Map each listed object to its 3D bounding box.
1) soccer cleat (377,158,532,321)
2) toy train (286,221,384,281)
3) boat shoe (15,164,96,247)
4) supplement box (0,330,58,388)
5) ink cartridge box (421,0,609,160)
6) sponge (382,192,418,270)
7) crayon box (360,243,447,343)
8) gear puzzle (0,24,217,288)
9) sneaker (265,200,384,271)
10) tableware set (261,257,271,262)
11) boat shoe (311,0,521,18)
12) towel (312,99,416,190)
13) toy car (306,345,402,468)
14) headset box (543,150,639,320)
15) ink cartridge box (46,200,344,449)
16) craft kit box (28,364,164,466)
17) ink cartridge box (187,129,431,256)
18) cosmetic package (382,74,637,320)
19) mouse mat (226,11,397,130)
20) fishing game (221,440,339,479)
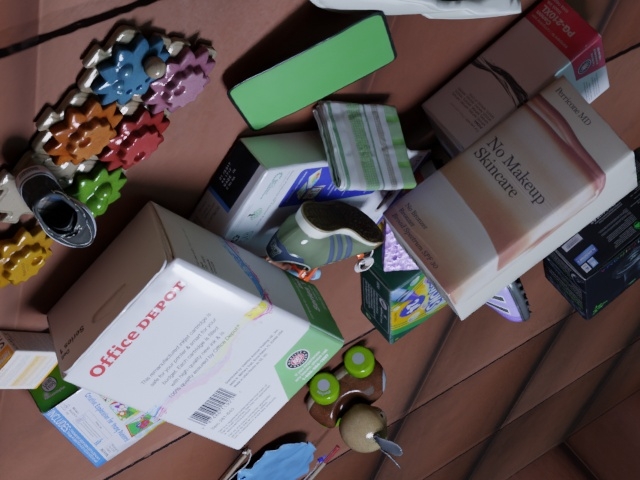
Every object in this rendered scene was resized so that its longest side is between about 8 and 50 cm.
[{"bbox_3d":[0.202,0.019,2.114,0.116,0.108,0.318,-32,125,11],"label":"soccer cleat"},{"bbox_3d":[0.019,0.009,2.018,0.166,0.046,0.125,-11,144,-46],"label":"toy train"},{"bbox_3d":[-0.256,-0.023,1.423,0.049,0.040,0.142,-33,150,-1],"label":"boat shoe"},{"bbox_3d":[-0.348,0.138,1.664,0.062,0.036,0.098,-48,158,13],"label":"supplement box"},{"bbox_3d":[0.266,-0.196,1.961,0.237,0.100,0.172,-40,157,0],"label":"ink cartridge box"},{"bbox_3d":[0.192,-0.015,2.009,0.210,0.031,0.117,-2,126,-6],"label":"sponge"},{"bbox_3d":[0.212,0.007,2.270,0.323,0.083,0.203,-36,157,-14],"label":"crayon box"},{"bbox_3d":[-0.238,-0.068,1.456,0.339,0.044,0.175,-50,156,19],"label":"gear puzzle"},{"bbox_3d":[0.000,0.000,1.790,0.086,0.064,0.192,-41,158,20],"label":"sneaker"},{"bbox_3d":[-0.141,0.076,1.909,0.141,0.020,0.169,-50,157,20],"label":"tableware set"},{"bbox_3d":[0.103,-0.295,1.571,0.319,0.116,0.099,-5,95,-45],"label":"boat shoe"},{"bbox_3d":[0.055,-0.113,1.762,0.023,0.113,0.152,-19,169,37],"label":"towel"},{"bbox_3d":[0.082,0.300,2.453,0.149,0.188,0.155,-37,157,-12],"label":"toy car"},{"bbox_3d":[0.551,0.000,2.741,0.246,0.131,0.283,-39,158,-5],"label":"headset box"},{"bbox_3d":[-0.146,0.104,1.683,0.278,0.117,0.201,29,113,-39],"label":"ink cartridge box"},{"bbox_3d":[-0.231,0.174,1.873,0.247,0.061,0.250,-31,156,-7],"label":"craft kit box"},{"bbox_3d":[-0.014,-0.062,1.807,0.333,0.065,0.165,-9,141,-51],"label":"ink cartridge box"},{"bbox_3d":[0.246,-0.054,1.870,0.296,0.153,0.129,-39,158,-1],"label":"cosmetic package"},{"bbox_3d":[-0.006,-0.184,1.597,0.190,0.007,0.152,-26,164,2],"label":"mouse mat"},{"bbox_3d":[-0.092,0.414,2.582,0.264,0.041,0.189,3,131,-49],"label":"fishing game"}]
